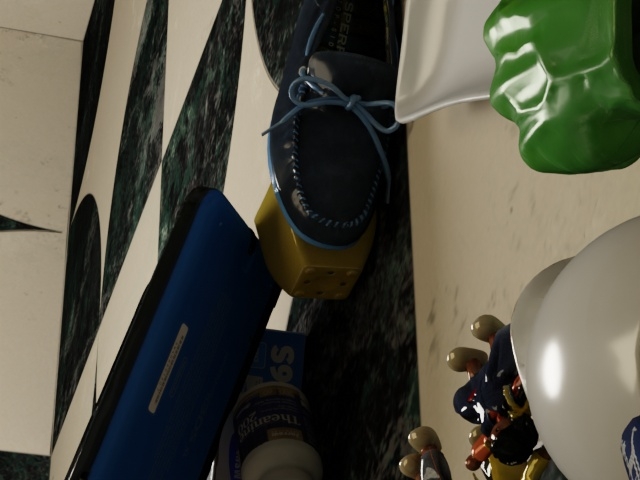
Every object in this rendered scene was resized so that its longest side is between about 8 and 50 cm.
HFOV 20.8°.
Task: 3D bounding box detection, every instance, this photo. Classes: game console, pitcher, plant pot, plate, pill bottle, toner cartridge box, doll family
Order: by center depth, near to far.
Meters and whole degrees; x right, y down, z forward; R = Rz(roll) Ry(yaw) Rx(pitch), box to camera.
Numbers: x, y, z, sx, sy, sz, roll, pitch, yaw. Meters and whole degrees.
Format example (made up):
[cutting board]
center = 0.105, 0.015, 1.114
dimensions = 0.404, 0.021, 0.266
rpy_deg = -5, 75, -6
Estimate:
[pitcher]
center = 0.146, 0.079, 0.698
dimensions = 0.207, 0.126, 0.177
rpy_deg = 125, 131, -82
[doll family]
center = 0.103, 0.105, 0.907
dimensions = 0.111, 0.076, 0.193
rpy_deg = -96, 22, -58
[plate]
center = 0.118, -0.215, 1.087
dimensions = 0.278, 0.045, 0.277
rpy_deg = 178, 99, -75
[plant pot]
center = 0.000, 0.000, 1.368
dimensions = 0.081, 0.082, 0.083
rpy_deg = 117, 150, -53
[pill bottle]
center = -0.034, 0.174, 1.413
dimensions = 0.120, 0.067, 0.067
rpy_deg = -104, 27, -57
[game console]
center = -0.163, 0.119, 1.417
dimensions = 0.293, 0.173, 0.250
rpy_deg = -70, -25, -19
[toner cartridge box]
center = -0.099, 0.191, 1.645
dimensions = 0.348, 0.075, 0.165
rpy_deg = 140, 135, -69

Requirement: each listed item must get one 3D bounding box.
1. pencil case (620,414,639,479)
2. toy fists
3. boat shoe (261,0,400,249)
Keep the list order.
[pencil case]
center = 0.207, -0.088, 0.431
dimensions = 0.183, 0.160, 0.410
rpy_deg = 47, 129, 54
[toy fists]
center = 0.150, -0.167, 0.844
dimensions = 0.142, 0.096, 0.279
rpy_deg = -11, 69, 64
[boat shoe]
center = 0.010, -0.121, 1.339
dimensions = 0.089, 0.109, 0.258
rpy_deg = 127, 147, -56
